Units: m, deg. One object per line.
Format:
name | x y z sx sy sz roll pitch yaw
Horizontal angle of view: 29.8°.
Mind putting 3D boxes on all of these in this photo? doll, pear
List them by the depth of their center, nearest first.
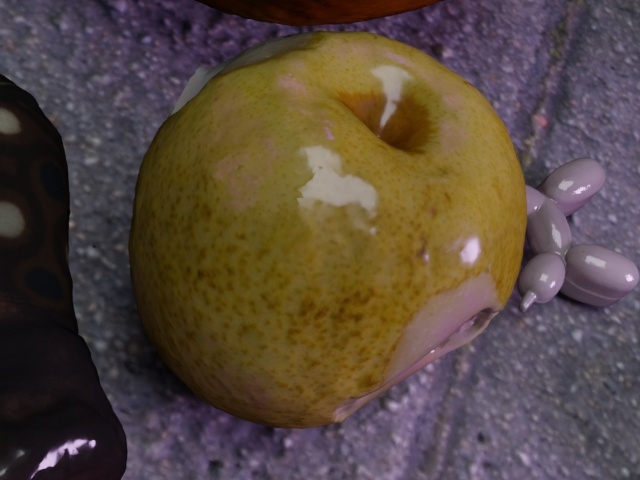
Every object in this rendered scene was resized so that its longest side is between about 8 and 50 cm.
pear | 0.000 0.000 0.785 0.271 0.271 0.271 10 59 -16
doll | 0.166 -0.017 0.976 0.160 0.059 0.161 -2 64 -24

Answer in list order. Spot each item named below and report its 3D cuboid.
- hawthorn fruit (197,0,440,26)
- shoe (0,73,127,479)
hawthorn fruit | 0.021 -0.373 0.890 0.472 0.472 0.471 10 59 -16
shoe | -0.218 0.079 0.699 0.237 0.171 0.384 27 57 2
